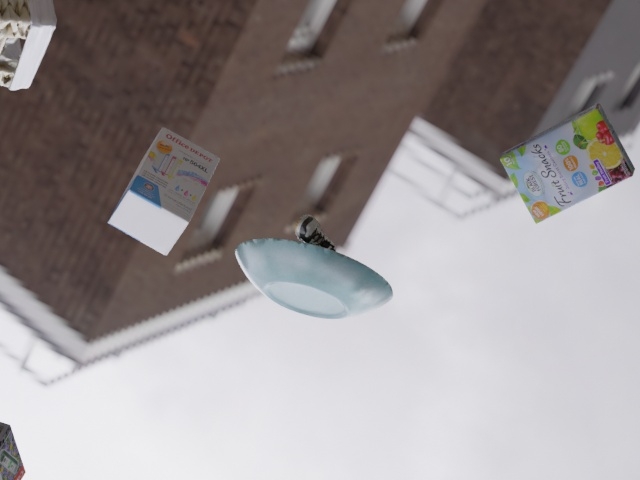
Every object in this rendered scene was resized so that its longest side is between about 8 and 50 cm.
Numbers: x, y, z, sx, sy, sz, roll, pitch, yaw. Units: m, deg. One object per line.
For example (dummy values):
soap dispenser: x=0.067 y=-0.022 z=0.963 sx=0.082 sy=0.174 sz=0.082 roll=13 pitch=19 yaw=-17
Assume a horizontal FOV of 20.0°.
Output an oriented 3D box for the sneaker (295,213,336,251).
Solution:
sneaker: x=0.000 y=0.000 z=2.083 sx=0.037 sy=0.032 sz=0.083 roll=29 pitch=165 yaw=36

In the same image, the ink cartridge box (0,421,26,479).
ink cartridge box: x=-0.300 y=0.222 z=1.671 sx=0.029 sy=0.115 sz=0.063 roll=15 pitch=-128 yaw=18

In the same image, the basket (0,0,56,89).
basket: x=-0.323 y=-0.239 z=1.718 sx=0.103 sy=0.113 sz=0.167 roll=0 pitch=-121 yaw=-26

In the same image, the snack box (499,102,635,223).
snack box: x=0.314 y=-0.097 z=2.309 sx=0.100 sy=0.141 sz=0.037 roll=61 pitch=-161 yaw=-8

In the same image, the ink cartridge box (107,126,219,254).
ink cartridge box: x=-0.206 y=-0.073 z=2.431 sx=0.092 sy=0.090 sz=0.143 roll=29 pitch=-129 yaw=-8

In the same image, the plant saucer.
plant saucer: x=-0.012 y=0.055 z=2.144 sx=0.195 sy=0.195 sz=0.037 roll=22 pitch=-112 yaw=-14
